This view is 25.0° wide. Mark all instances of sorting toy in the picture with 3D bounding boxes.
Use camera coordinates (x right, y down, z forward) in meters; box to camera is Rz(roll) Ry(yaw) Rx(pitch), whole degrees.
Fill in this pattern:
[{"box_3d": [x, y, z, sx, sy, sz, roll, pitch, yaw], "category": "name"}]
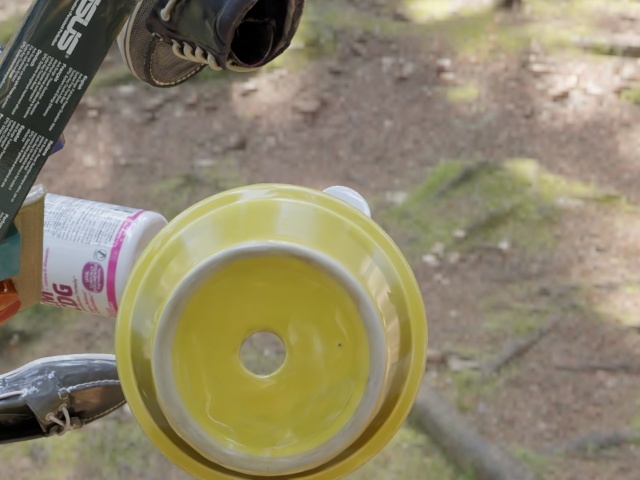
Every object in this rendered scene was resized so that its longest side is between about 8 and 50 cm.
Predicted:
[{"box_3d": [-0.364, 0.066, 1.176, 0.307, 0.229, 0.041, -23, 71, -23], "category": "sorting toy"}]

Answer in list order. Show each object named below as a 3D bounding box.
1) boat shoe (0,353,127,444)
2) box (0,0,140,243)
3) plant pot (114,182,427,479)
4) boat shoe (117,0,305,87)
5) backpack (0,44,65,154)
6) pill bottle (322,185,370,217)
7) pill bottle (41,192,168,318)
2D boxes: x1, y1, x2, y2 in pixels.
[{"box_3d": [-0.374, 0.210, 1.709, 0.335, 0.112, 0.096, -7, 53, 1], "category": "boat shoe"}, {"box_3d": [-0.150, -0.060, 0.711, 0.045, 0.191, 0.184, 29, 9, -16], "category": "box"}, {"box_3d": [-0.039, 0.078, 1.105, 0.254, 0.254, 0.239, 0, 0, -1], "category": "plant pot"}, {"box_3d": [-0.116, -0.216, 1.472, 0.127, 0.340, 0.158, -11, 67, -23], "category": "boat shoe"}, {"box_3d": [-0.330, -0.133, 1.474, 0.101, 0.120, 0.098, -30, -1, -12], "category": "backpack"}, {"box_3d": [0.000, 0.000, 2.078, 0.112, 0.187, 0.112, 9, 62, -17], "category": "pill bottle"}, {"box_3d": [-0.370, 0.017, 2.087, 0.283, 0.160, 0.160, 10, 29, 18], "category": "pill bottle"}]
